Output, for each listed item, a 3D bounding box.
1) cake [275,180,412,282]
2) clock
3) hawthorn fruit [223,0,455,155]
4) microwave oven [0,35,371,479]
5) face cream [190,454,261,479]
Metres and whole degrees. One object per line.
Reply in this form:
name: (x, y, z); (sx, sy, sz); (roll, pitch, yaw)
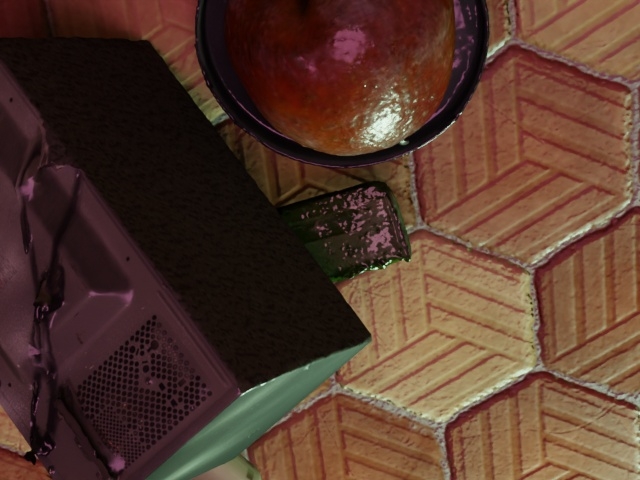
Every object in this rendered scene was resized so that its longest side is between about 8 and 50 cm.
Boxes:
cake: (-0.015, 0.004, 1.865); (0.235, 0.099, 0.100); (-16, 94, 11)
clock: (0.023, -0.233, 1.765); (0.319, 0.066, 0.318); (1, 120, 2)
hawthorn fruit: (0.031, -0.191, 1.613); (0.231, 0.235, 0.263); (-24, 102, 46)
microwave oven: (-0.214, 0.026, 1.677); (0.236, 0.374, 0.432); (-43, 78, 23)
face cream: (-0.234, 0.205, 1.984); (0.348, 0.081, 0.173); (43, 158, -20)
